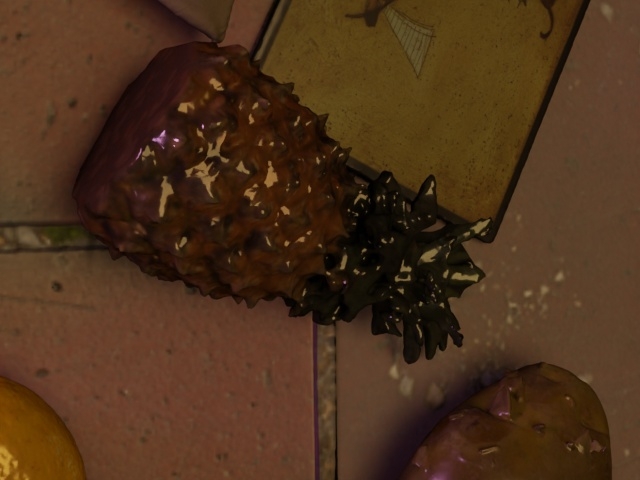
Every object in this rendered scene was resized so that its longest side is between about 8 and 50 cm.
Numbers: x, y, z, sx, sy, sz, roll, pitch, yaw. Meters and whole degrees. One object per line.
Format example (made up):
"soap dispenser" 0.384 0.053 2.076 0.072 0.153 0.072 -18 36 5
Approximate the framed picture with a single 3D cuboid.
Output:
"framed picture" 0.101 -0.200 0.929 0.255 0.014 0.339 27 81 -24

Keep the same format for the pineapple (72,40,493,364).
"pineapple" 0.000 0.000 0.825 0.340 0.169 0.169 32 79 -30

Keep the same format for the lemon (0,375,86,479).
"lemon" -0.214 0.147 0.747 0.114 0.114 0.155 -34 105 -20

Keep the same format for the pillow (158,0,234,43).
"pillow" -0.102 -0.291 0.800 0.173 0.067 0.270 20 85 -19

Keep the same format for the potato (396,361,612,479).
"potato" 0.133 0.234 0.902 0.191 0.141 0.296 30 78 -26
